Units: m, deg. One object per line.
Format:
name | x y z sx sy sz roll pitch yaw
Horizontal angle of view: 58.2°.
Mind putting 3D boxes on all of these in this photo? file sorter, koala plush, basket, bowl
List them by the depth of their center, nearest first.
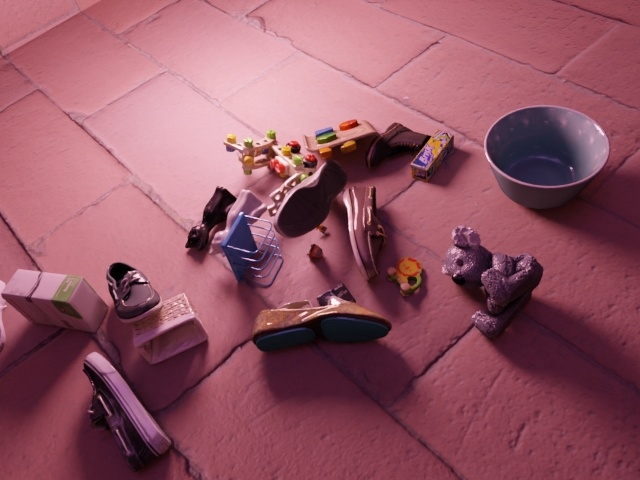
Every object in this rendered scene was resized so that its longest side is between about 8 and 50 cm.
koala plush | 0.395 0.078 1.395 0.203 0.196 0.221 -35 52 -29
basket | -0.395 0.226 1.495 0.167 0.113 0.103 -25 50 -7
file sorter | -0.178 0.029 1.563 0.105 0.170 0.118 13 57 19
bowl | 0.605 -0.205 1.570 0.312 0.163 0.311 -6 51 8

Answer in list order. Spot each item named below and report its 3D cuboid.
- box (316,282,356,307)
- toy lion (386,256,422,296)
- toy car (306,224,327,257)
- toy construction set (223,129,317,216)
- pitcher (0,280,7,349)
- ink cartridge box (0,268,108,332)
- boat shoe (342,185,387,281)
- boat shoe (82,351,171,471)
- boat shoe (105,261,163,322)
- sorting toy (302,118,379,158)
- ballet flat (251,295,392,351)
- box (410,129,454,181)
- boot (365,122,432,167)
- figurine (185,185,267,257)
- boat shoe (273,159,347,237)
box | 0.041 0.157 1.508 0.083 0.018 0.067 -28 53 -9
toy lion | 0.230 0.089 1.514 0.096 0.034 0.100 -25 51 -17
toy car | 0.000 0.000 1.619 0.041 0.060 0.121 25 64 -8
toy construction set | -0.139 -0.222 1.760 0.215 0.151 0.327 -14 55 -30
pitcher | -0.962 0.212 1.644 0.178 0.125 0.207 14 66 -2
ink cartridge box | -0.730 0.166 1.587 0.220 0.160 0.092 6 53 16
boat shoe | 0.129 -0.031 1.577 0.097 0.116 0.324 -13 45 6
boat shoe | -0.496 0.402 1.374 0.119 0.121 0.335 -38 56 -22
boat shoe | -0.505 0.129 1.518 0.116 0.098 0.319 -29 22 -21
sorting toy | 0.061 -0.321 1.773 0.229 0.041 0.307 -13 21 1
ballet flat | -0.001 0.196 1.430 0.349 0.123 0.123 -9 51 9
box | 0.339 -0.257 1.739 0.059 0.054 0.169 24 61 28
boot | 0.241 -0.284 1.767 0.137 0.076 0.198 25 62 30
figurine | -0.283 -0.046 1.675 0.215 0.092 0.209 12 62 47
boat shoe | -0.036 -0.108 1.605 0.103 0.118 0.320 -29 20 47
